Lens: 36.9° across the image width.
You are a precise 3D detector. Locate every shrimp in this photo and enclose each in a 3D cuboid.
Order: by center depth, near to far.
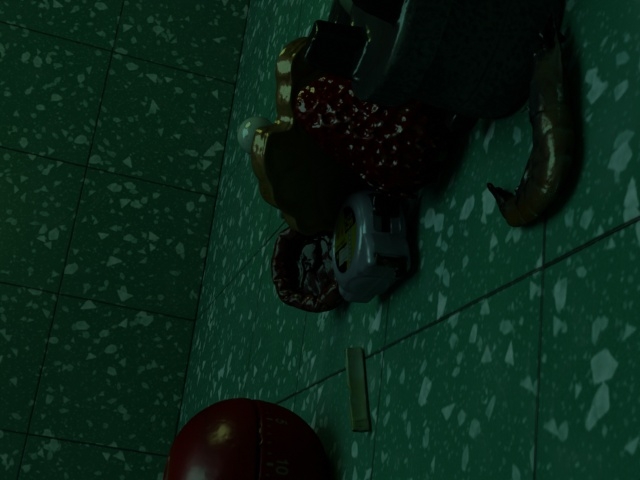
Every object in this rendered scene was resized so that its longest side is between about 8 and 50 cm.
[{"bbox_3d":[0.254,-0.140,1.197,0.198,0.051,0.261,133,144,-63],"label":"shrimp"}]

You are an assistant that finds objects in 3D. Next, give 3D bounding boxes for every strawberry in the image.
[{"bbox_3d":[0.078,-0.181,1.487,0.205,0.245,0.205,-168,90,-86],"label":"strawberry"}]

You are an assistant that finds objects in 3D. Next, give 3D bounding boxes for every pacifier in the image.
[{"bbox_3d":[-0.075,-0.195,2.074,0.244,0.233,0.299,-46,-22,-64],"label":"pacifier"}]

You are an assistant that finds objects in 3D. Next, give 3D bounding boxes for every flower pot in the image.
[{"bbox_3d":[0.139,-0.308,1.309,0.299,0.283,0.299,-168,90,-74],"label":"flower pot"}]

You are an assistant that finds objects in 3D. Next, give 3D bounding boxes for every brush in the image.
[{"bbox_3d":[0.059,0.253,1.614,0.178,0.033,0.030,-93,16,-47],"label":"brush"}]

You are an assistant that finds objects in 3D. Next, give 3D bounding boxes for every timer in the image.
[{"bbox_3d":[-0.149,0.474,1.727,0.378,0.279,0.377,-169,90,-77],"label":"timer"}]

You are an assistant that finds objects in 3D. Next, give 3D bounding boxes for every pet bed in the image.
[{"bbox_3d":[-0.011,0.044,1.841,0.201,0.053,0.201,-7,78,35],"label":"pet bed"}]

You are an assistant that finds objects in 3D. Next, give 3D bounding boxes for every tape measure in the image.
[{"bbox_3d":[0.090,0.003,1.594,0.196,0.105,0.178,134,139,-65],"label":"tape measure"}]

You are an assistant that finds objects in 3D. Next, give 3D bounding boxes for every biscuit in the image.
[{"bbox_3d":[0.013,-0.168,1.620,0.057,0.351,0.312,16,70,38],"label":"biscuit"}]

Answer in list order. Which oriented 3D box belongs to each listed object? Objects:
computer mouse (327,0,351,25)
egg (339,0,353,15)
[{"bbox_3d":[0.074,-0.443,1.990,0.203,0.114,0.373,125,162,-60],"label":"computer mouse"},{"bbox_3d":[0.109,-0.487,1.782,0.236,0.169,0.169,-102,28,-45],"label":"egg"}]
